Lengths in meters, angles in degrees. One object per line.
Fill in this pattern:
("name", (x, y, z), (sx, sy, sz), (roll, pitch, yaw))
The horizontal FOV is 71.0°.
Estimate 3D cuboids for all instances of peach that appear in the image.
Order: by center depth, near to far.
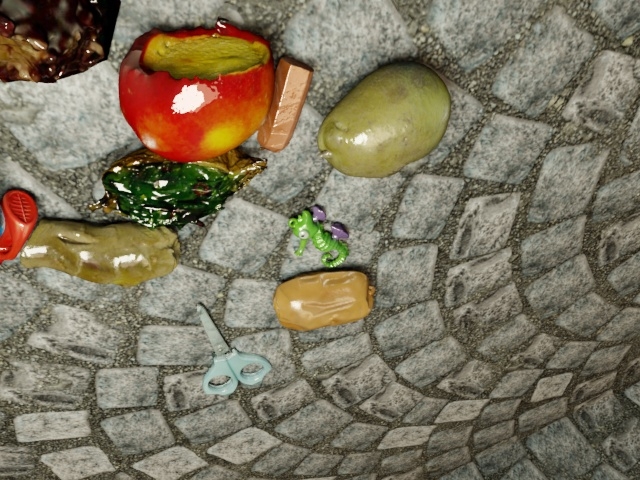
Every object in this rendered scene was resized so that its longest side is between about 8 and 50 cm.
("peach", (-0.173, -0.226, 0.654), (0.226, 0.190, 0.196), (-36, 101, 18))

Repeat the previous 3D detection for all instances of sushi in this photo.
("sushi", (-0.237, -0.085, 0.777), (0.286, 0.140, 0.149), (-4, 123, -13))

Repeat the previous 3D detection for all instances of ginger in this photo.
("ginger", (-0.397, 0.023, 0.837), (0.262, 0.109, 0.117), (5, 129, -20))

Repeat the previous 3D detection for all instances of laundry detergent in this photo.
("laundry detergent", (-0.546, -0.005, 0.783), (0.049, 0.097, 0.165), (5, 138, -50))

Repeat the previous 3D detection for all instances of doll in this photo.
("doll", (0.000, 0.000, 0.978), (0.115, 0.050, 0.190), (-43, 129, 14))

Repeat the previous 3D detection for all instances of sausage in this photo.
("sausage", (-0.066, -0.221, 0.771), (0.065, 0.065, 0.170), (9, 123, -23))
("sausage", (0.010, 0.138, 1.044), (0.240, 0.120, 0.136), (-7, 141, -13))

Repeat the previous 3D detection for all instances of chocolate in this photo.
("chocolate", (-0.391, -0.275, 0.557), (0.224, 0.177, 0.206), (16, 121, -25))

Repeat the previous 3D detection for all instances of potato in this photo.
("potato", (0.105, -0.200, 0.783), (0.251, 0.159, 0.175), (-30, 105, -7))

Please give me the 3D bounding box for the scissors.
("scissors", (-0.249, 0.278, 1.142), (0.191, 0.029, 0.361), (-19, 129, -7))
